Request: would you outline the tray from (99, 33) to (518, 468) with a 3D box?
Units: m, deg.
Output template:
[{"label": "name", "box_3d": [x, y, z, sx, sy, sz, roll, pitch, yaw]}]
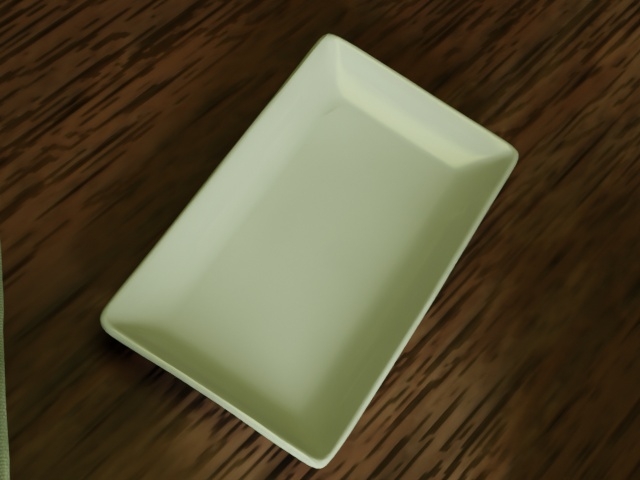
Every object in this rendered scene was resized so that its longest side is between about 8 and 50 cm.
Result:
[{"label": "tray", "box_3d": [0.000, 0.000, 0.891, 0.145, 0.030, 0.270, 33, 52, 2]}]

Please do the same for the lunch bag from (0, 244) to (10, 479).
[{"label": "lunch bag", "box_3d": [-0.256, 0.069, 0.661, 0.235, 0.169, 0.287, 4, 61, -18]}]
